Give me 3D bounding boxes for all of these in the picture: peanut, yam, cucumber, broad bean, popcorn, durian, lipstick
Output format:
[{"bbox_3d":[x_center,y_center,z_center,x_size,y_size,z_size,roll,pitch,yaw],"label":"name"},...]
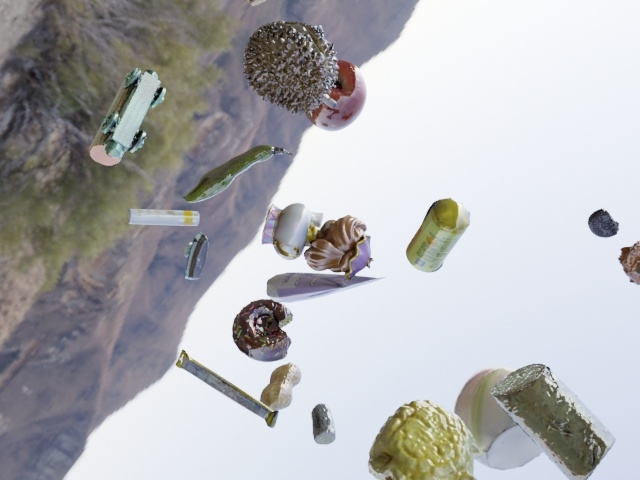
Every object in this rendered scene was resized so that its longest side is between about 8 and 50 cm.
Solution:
[{"bbox_3d":[-0.104,0.403,2.072,0.089,0.089,0.193,-41,-170,36],"label":"peanut"},{"bbox_3d":[0.573,0.439,1.849,0.168,0.304,0.168,-37,162,-14],"label":"yam"},{"bbox_3d":[0.007,0.485,1.999,0.064,0.064,0.112,-45,-150,21],"label":"cucumber"},{"bbox_3d":[-0.234,-0.193,2.052,0.325,0.075,0.067,-31,165,-5],"label":"broad bean"},{"bbox_3d":[0.211,0.467,1.579,0.286,0.225,0.174,-97,-162,-48],"label":"popcorn"},{"bbox_3d":[-0.044,-0.306,1.365,0.167,0.196,0.196,-48,-170,44],"label":"durian"},{"bbox_3d":[-0.585,-0.086,2.802,0.059,0.263,0.059,-4,-94,62],"label":"lipstick"}]

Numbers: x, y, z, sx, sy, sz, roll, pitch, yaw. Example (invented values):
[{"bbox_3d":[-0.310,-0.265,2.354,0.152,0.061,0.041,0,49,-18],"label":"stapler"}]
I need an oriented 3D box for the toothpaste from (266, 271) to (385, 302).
[{"bbox_3d":[-0.003,0.114,1.858,0.125,0.080,0.371,-10,-178,-37],"label":"toothpaste"}]

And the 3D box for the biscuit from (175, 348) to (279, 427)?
[{"bbox_3d":[-0.221,0.343,1.747,0.048,0.292,0.026,-65,159,8],"label":"biscuit"}]

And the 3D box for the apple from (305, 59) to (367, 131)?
[{"bbox_3d":[0.037,-0.387,2.015,0.181,0.181,0.168,-52,173,-9],"label":"apple"}]

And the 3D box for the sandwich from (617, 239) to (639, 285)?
[{"bbox_3d":[0.833,0.066,1.940,0.185,0.159,0.109,149,-60,-69],"label":"sandwich"}]

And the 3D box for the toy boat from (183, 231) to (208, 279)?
[{"bbox_3d":[-0.363,0.043,2.162,0.059,0.066,0.140,24,80,-61],"label":"toy boat"}]

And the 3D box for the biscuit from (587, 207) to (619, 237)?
[{"bbox_3d":[0.747,-0.046,1.979,0.027,0.087,0.089,-77,176,-49],"label":"biscuit"}]

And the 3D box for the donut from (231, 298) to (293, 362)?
[{"bbox_3d":[-0.192,0.294,2.565,0.096,0.216,0.230,112,-1,-55],"label":"donut"}]

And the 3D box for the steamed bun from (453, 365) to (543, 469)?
[{"bbox_3d":[0.524,0.498,2.228,0.309,0.309,0.309,-47,-168,13],"label":"steamed bun"}]

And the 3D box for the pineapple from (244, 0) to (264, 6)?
[{"bbox_3d":[-0.096,-0.514,1.428,0.069,0.116,0.137,98,4,-85],"label":"pineapple"}]

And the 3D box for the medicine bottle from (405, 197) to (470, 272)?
[{"bbox_3d":[0.334,-0.018,2.133,0.124,0.124,0.239,-60,176,-41],"label":"medicine bottle"}]

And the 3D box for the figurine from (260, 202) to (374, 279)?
[{"bbox_3d":[0.000,0.000,1.736,0.189,0.263,0.142,-69,175,-47],"label":"figurine"}]

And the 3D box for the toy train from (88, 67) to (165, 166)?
[{"bbox_3d":[-0.512,-0.323,1.972,0.177,0.116,0.286,-21,-136,47],"label":"toy train"}]
